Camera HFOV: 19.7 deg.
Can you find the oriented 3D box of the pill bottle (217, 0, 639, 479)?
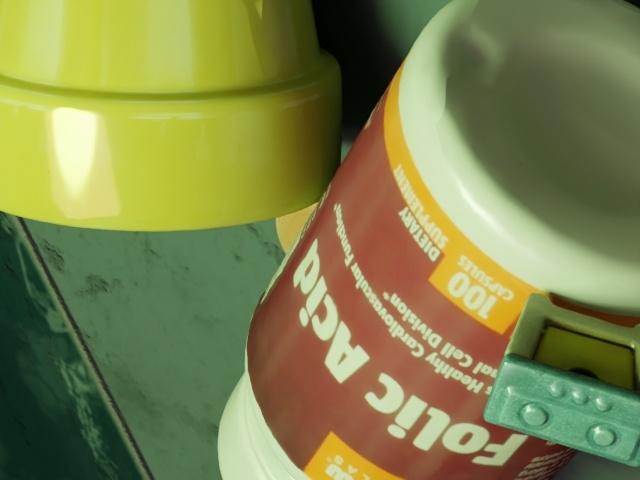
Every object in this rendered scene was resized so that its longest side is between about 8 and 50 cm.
[{"bbox_3d":[0.084,0.046,1.137,0.224,0.224,0.392,43,139,11],"label":"pill bottle"}]

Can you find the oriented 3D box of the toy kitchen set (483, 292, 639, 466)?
[{"bbox_3d":[0.181,0.029,0.848,0.166,0.122,0.207,17,123,2],"label":"toy kitchen set"}]

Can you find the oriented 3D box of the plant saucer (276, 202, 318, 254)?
[{"bbox_3d":[0.000,0.000,1.345,0.083,0.013,0.083,23,131,29],"label":"plant saucer"}]

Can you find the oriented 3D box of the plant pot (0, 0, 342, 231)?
[{"bbox_3d":[-0.110,-0.154,1.179,0.254,0.254,0.239,16,113,35],"label":"plant pot"}]
